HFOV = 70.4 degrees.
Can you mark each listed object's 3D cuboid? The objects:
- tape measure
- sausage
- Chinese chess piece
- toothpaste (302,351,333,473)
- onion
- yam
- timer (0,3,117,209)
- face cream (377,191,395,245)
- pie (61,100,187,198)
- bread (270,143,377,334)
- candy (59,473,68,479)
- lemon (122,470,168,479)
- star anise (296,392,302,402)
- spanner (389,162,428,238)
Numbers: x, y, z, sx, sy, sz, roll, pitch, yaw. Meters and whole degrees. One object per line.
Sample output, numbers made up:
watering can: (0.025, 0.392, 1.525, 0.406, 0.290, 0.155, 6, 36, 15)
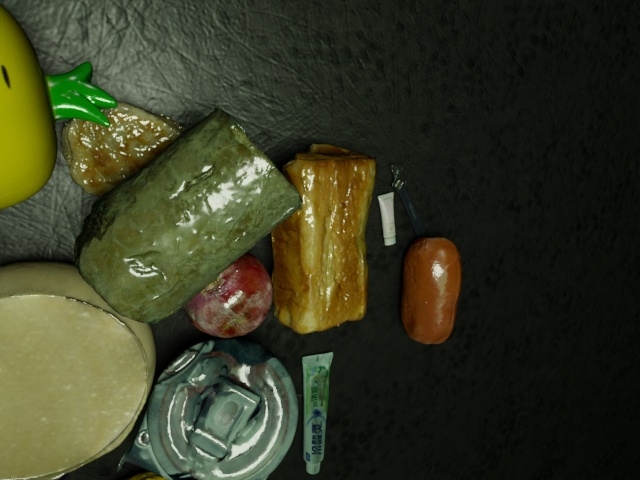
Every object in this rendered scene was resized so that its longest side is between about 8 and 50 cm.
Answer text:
tape measure: (-0.170, 0.305, 0.786, 0.256, 0.147, 0.274, 29, 71, -7)
sausage: (0.243, 0.114, 1.002, 0.133, 0.133, 0.258, -6, 110, -24)
Chinese chess piece: (-0.432, 0.198, 0.698, 0.338, 0.140, 0.337, -7, 109, -22)
toothpaste: (-0.012, 0.391, 1.021, 0.075, 0.048, 0.296, -4, 106, -24)
onion: (-0.148, 0.100, 0.803, 0.159, 0.159, 0.195, -49, 145, -4)
yam: (-0.192, -0.031, 0.653, 0.300, 0.195, 0.195, -38, 120, 1)
timer: (-0.386, -0.163, 0.532, 0.285, 0.285, 0.284, -8, 110, -23)
face cream: (0.142, -0.045, 0.960, 0.038, 0.020, 0.115, -16, 110, -20)
pie: (-0.288, -0.128, 0.691, 0.194, 0.079, 0.163, 28, 99, -38)
bread: (-0.001, -0.002, 0.834, 0.195, 0.149, 0.343, -9, 110, -35)
candy: (-0.576, 0.396, 0.737, 0.275, 0.070, 0.145, 29, 101, -32)
lemon: (-0.329, 0.523, 0.838, 0.193, 0.181, 0.180, -49, 123, -30)
star anise: (-0.158, 0.363, 0.910, 0.220, 0.099, 0.214, -47, 111, -5)
spanner: (0.193, -0.079, 0.977, 0.046, 0.012, 0.208, -37, 119, -12)
